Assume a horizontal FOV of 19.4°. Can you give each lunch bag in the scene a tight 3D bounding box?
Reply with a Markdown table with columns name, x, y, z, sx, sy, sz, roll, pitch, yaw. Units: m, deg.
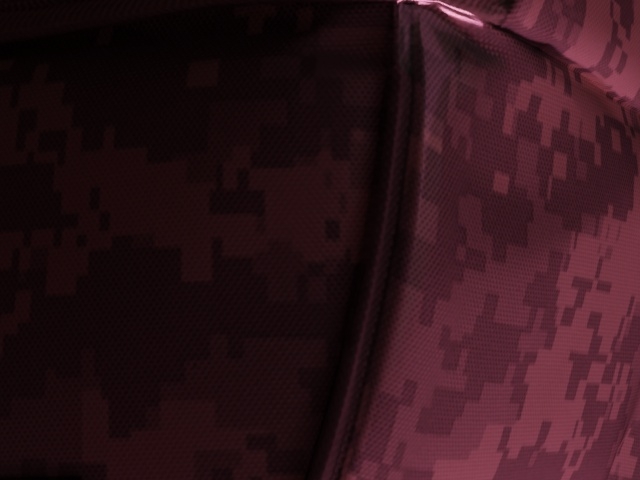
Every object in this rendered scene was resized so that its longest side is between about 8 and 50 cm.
| name | x | y | z | sx | sy | sz | roll | pitch | yaw |
| --- | --- | --- | --- | --- | --- | --- | --- | --- | --- |
| lunch bag | 0.000 | 0.000 | 0.517 | 0.305 | 0.213 | 0.256 | 19 | 69 | -62 |
